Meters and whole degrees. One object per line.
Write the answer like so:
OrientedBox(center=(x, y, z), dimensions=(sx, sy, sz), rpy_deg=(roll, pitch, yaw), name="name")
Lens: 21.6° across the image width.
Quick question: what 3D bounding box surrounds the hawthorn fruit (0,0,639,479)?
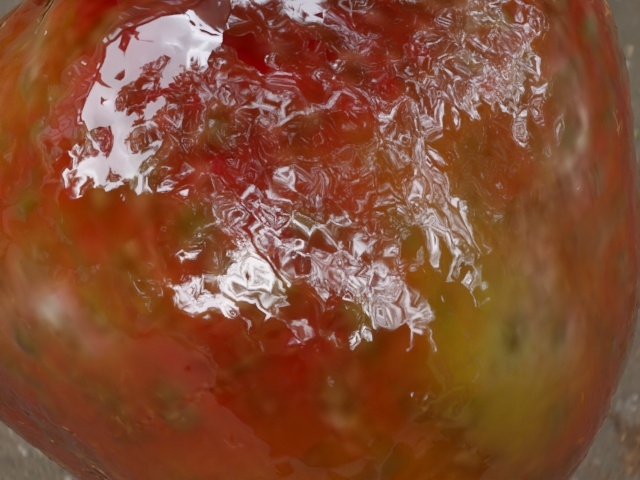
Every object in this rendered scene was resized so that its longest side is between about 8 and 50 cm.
OrientedBox(center=(0.000, 0.000, 0.890), dimensions=(0.403, 0.403, 0.403), rpy_deg=(1, 56, -2), name="hawthorn fruit")
